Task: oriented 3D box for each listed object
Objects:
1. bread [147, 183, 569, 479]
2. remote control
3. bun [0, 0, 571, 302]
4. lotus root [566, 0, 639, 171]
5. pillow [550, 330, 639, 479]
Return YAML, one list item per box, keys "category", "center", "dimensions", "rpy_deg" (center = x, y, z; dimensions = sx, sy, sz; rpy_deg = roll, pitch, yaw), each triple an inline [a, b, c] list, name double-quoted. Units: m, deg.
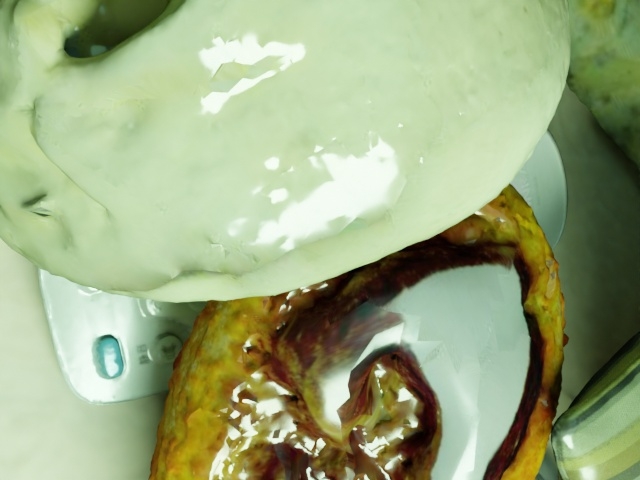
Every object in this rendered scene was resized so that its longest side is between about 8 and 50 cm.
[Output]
- category: "bread"
  center: [0.006, 0.097, 0.486]
  dimensions: [0.139, 0.095, 0.269]
  rpy_deg: [11, 97, -8]
- category: "remote control"
  center: [0.000, 0.000, 0.539]
  dimensions: [0.229, 0.044, 0.073]
  rpy_deg: [-16, 106, -21]
- category: "bun"
  center: [-0.034, -0.088, 0.438]
  dimensions: [0.231, 0.133, 0.231]
  rpy_deg: [-5, 50, 6]
- category: "lotus root"
  center: [0.242, -0.150, 0.638]
  dimensions: [0.260, 0.149, 0.267]
  rpy_deg: [48, 60, -12]
- category: "pillow"
  center: [0.169, 0.090, 0.557]
  dimensions: [0.208, 0.052, 0.212]
  rpy_deg: [-36, 131, -28]
